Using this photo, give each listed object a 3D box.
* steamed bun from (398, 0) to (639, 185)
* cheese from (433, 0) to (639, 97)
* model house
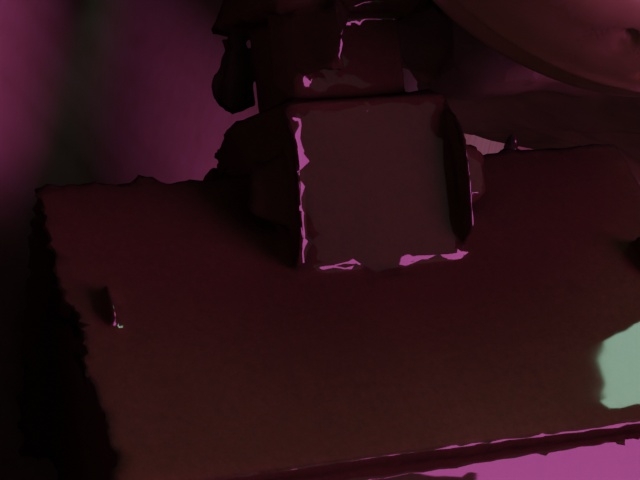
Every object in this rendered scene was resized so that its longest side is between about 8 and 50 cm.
[{"bbox_3d":[0.120,-0.154,0.712,0.347,0.237,0.394,-26,107,-24],"label":"steamed bun"},{"bbox_3d":[0.046,-0.114,0.503,0.227,0.064,0.137,9,76,-22],"label":"cheese"},{"bbox_3d":[0.000,0.000,0.553,0.176,0.181,0.248,172,-85,-69],"label":"model house"}]
